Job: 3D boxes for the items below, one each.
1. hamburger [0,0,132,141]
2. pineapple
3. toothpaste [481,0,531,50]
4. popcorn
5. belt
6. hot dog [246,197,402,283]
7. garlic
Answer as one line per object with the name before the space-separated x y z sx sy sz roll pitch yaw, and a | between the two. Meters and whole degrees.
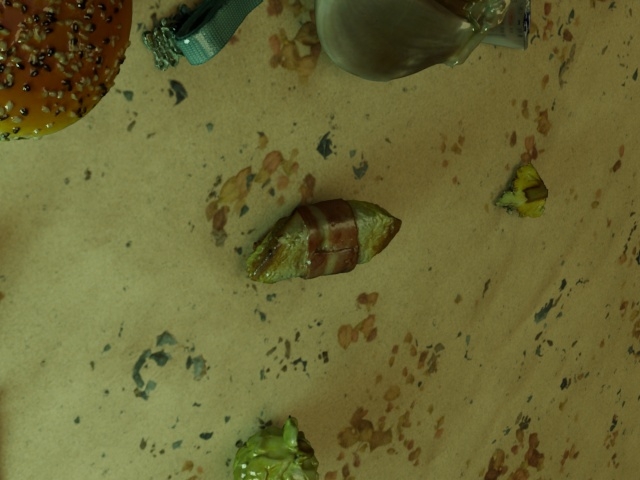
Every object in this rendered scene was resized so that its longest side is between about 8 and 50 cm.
hamburger | -0.340 -0.246 1.022 0.300 0.176 0.300 -23 124 -40
pineapple | 0.388 -0.082 1.805 0.114 0.077 0.114 -25 115 -18
toothpaste | 0.267 -0.377 1.611 0.323 0.066 0.100 -10 105 -43
popcorn | -0.071 0.367 1.492 0.135 0.142 0.162 2 141 -44
belt | -0.147 -0.302 1.269 0.179 0.100 0.065 -55 132 -35
hot dog | -0.001 -0.005 1.468 0.261 0.093 0.123 -9 118 -24
garlic | 0.116 -0.359 1.374 0.325 0.132 0.279 19 122 -33
